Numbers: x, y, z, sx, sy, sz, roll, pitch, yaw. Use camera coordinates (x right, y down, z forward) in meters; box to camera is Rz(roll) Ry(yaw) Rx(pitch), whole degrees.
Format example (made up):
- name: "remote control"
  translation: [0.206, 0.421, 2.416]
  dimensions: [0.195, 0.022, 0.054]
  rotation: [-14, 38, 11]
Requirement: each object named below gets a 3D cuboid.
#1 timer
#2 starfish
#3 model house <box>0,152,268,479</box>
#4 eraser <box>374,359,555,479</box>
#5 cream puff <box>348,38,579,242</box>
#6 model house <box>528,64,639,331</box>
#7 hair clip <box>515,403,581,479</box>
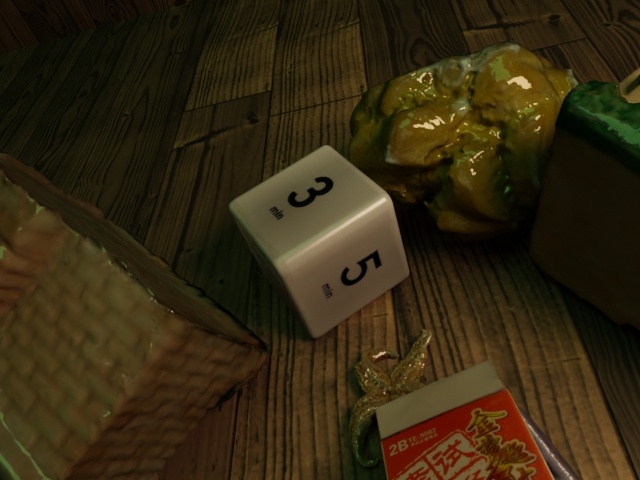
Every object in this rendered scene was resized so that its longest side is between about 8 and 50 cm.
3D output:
- name: "timer"
  translation: [0.000, 0.000, 0.881]
  dimensions: [0.195, 0.194, 0.192]
  rotation: [-32, 45, -11]
- name: "starfish"
  translation: [0.102, 0.203, 0.752]
  dimensions: [0.150, 0.053, 0.210]
  rotation: [20, 55, 29]
- name: "model house"
  translation: [-0.375, 0.171, 0.782]
  dimensions: [0.445, 0.395, 0.400]
  rotation: [34, 81, 22]
- name: "eraser"
  translation: [0.145, 0.233, 0.575]
  dimensions: [0.157, 0.038, 0.230]
  rotation: [-27, 23, 10]
- name: "cream puff"
  translation: [0.230, -0.138, 0.889]
  dimensions: [0.377, 0.276, 0.378]
  rotation: [-13, 4, 1]
- name: "model house"
  translation: [0.511, -0.050, 0.656]
  dimensions: [0.342, 0.335, 0.382]
  rotation: [-36, 55, -12]
- name: "hair clip"
  translation: [0.270, 0.272, 0.579]
  dimensions: [0.278, 0.137, 0.090]
  rotation: [33, 90, 44]
